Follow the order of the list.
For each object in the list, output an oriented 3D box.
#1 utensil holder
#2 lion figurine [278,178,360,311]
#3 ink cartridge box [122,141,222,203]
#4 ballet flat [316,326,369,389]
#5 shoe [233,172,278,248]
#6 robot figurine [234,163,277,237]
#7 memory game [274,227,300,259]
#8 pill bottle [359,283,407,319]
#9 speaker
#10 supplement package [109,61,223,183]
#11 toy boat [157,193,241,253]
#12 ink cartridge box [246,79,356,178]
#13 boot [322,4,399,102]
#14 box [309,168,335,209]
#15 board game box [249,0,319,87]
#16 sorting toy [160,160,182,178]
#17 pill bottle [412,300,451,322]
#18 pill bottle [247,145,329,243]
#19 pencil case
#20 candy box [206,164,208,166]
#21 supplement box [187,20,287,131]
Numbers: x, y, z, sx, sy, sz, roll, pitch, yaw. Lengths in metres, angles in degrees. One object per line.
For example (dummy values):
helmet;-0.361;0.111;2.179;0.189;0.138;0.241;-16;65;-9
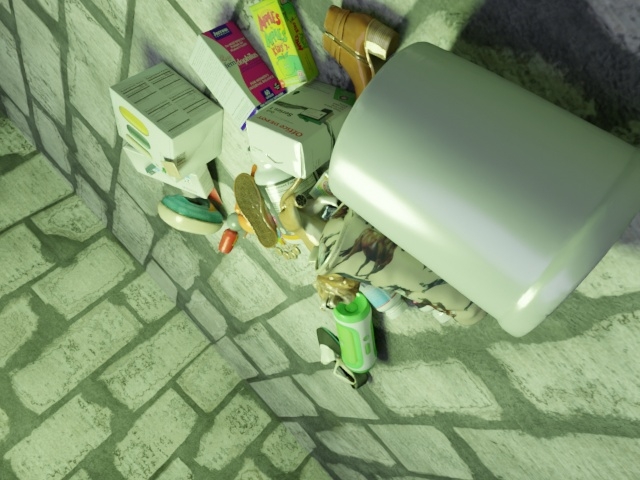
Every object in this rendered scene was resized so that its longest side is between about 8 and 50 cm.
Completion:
utensil holder;0.251;-0.090;0.743;0.385;0.327;0.328;37;146;19
lion figurine;0.000;0.000;1.126;0.240;0.142;0.392;-5;118;59
ink cartridge box;-0.513;-0.223;1.617;0.296;0.066;0.261;22;155;13
ballet flat;0.068;0.459;1.755;0.280;0.096;0.095;44;148;5
shoe;-0.177;-0.082;1.259;0.058;0.076;0.219;-66;-45;-78
robot figurine;-0.172;-0.111;1.346;0.128;0.220;0.158;11;-174;2
memory game;-0.142;-0.005;1.579;0.186;0.012;0.186;30;144;25
pill bottle;0.172;0.144;1.303;0.160;0.087;0.087;49;148;-3
speaker;0.117;0.308;1.509;0.131;0.131;0.297;22;140;34
supplement package;-0.464;-0.360;1.397;0.262;0.198;0.199;40;148;11
toy boat;-0.406;-0.082;1.645;0.318;0.267;0.148;28;98;26
ink cartridge box;-0.028;-0.248;0.989;0.160;0.219;0.093;28;143;28
boot;0.064;-0.353;0.912;0.152;0.073;0.197;34;133;19
box;0.089;-0.097;1.124;0.203;0.103;0.114;46;149;2
board game box;-0.079;-0.439;1.008;0.092;0.043;0.181;7;131;46
sorting toy;-0.446;-0.212;1.343;0.083;0.012;0.062;13;143;33
pill bottle;0.261;0.109;1.141;0.193;0.108;0.108;46;148;2
pill bottle;-0.078;-0.143;1.215;0.162;0.162;0.278;7;130;46
pencil case;0.186;0.054;0.964;0.410;0.160;0.183;21;162;-17
candy box;-0.493;-0.283;1.655;0.186;0.053;0.109;-5;123;53
supplement box;-0.206;-0.405;1.131;0.220;0.111;0.114;51;147;-6
